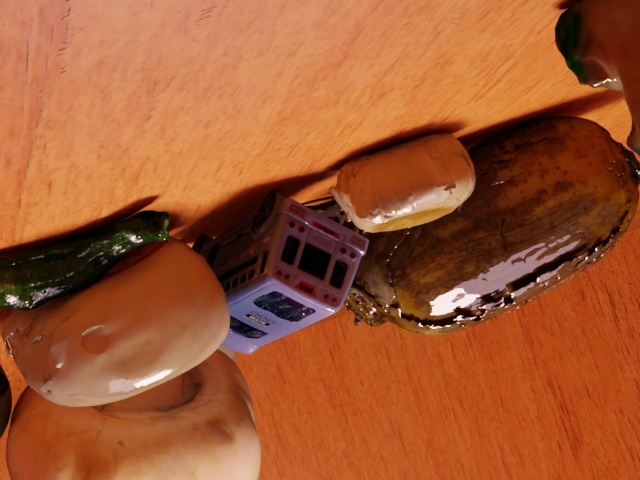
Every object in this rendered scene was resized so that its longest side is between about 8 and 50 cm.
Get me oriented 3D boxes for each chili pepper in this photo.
[{"bbox_3d":[-0.288,0.029,1.767,0.278,0.065,0.122,-19,164,-5],"label":"chili pepper"}]

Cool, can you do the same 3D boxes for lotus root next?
[{"bbox_3d":[0.198,-0.012,2.022,0.397,0.196,0.179,-30,-172,9],"label":"lotus root"}]

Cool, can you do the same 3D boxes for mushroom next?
[{"bbox_3d":[-0.219,0.239,2.201,0.353,0.325,0.353,-46,175,-6],"label":"mushroom"}]

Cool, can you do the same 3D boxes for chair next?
[{"bbox_3d":[0.000,0.000,2.164,0.213,0.149,0.174,25,172,-3],"label":"chair"}]

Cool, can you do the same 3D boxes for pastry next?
[{"bbox_3d":[-0.229,0.090,1.882,0.264,0.133,0.265,-23,-165,6],"label":"pastry"},{"bbox_3d":[0.095,-0.063,1.886,0.165,0.088,0.166,-18,173,-2],"label":"pastry"}]

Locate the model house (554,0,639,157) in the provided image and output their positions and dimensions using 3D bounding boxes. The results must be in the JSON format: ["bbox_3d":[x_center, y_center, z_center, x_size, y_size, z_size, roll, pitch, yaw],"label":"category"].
[{"bbox_3d":[0.467,-0.109,1.406,0.382,0.343,0.334,-12,170,-37],"label":"model house"}]

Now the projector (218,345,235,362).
[{"bbox_3d":[-0.277,0.151,2.497,0.257,0.079,0.259,-3,169,11],"label":"projector"}]

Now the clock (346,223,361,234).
[{"bbox_3d":[0.018,0.037,2.338,0.195,0.100,0.194,-26,-170,-21],"label":"clock"}]

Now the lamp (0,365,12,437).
[{"bbox_3d":[-0.527,0.216,2.199,0.243,0.198,0.198,-4,169,-17],"label":"lamp"}]

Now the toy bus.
[{"bbox_3d":[-0.070,0.049,1.988,0.125,0.133,0.292,28,154,-20],"label":"toy bus"}]
